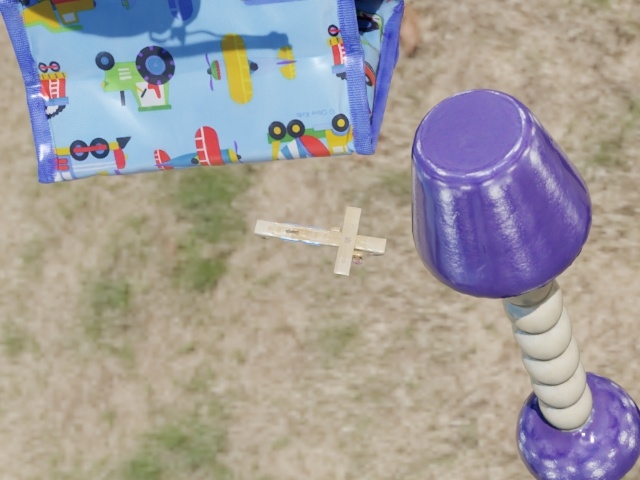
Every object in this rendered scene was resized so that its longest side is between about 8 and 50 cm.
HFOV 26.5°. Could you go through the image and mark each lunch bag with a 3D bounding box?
[{"bbox_3d":[-0.062,-0.155,0.960,0.293,0.221,0.138,-67,-29,-67],"label":"lunch bag"}]

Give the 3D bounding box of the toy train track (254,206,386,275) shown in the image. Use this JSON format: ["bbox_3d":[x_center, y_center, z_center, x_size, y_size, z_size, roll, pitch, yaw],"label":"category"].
[{"bbox_3d":[0.000,0.000,0.864,0.014,0.083,0.048,87,-166,-63],"label":"toy train track"}]

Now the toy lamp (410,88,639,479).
[{"bbox_3d":[0.100,0.033,0.634,0.080,0.274,0.080,-12,52,15],"label":"toy lamp"}]
